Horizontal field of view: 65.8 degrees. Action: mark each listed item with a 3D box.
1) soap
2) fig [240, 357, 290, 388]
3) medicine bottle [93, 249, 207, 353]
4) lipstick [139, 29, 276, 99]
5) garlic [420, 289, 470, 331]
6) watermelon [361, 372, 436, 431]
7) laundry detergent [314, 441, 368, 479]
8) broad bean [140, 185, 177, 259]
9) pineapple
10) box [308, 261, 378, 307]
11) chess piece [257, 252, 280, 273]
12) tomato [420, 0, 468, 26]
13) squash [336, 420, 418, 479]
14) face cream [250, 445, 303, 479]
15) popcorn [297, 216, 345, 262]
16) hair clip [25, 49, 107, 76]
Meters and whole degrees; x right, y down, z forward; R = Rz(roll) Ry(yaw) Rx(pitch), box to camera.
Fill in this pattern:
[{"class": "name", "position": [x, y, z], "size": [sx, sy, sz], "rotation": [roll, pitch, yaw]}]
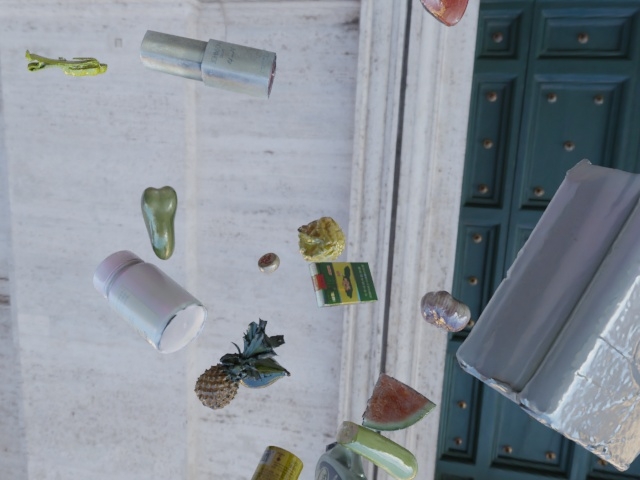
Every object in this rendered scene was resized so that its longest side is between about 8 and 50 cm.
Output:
[{"class": "soap", "position": [0.490, 0.128, 0.842], "size": [0.350, 0.435, 0.213], "rotation": [37, 176, -29]}, {"class": "fig", "position": [-0.162, 0.382, 1.463], "size": [0.177, 0.117, 0.117], "rotation": [-7, -173, 19]}, {"class": "medicine bottle", "position": [-0.595, 0.205, 1.712], "size": [0.379, 0.213, 0.213], "rotation": [34, -157, 23]}, {"class": "lipstick", "position": [-0.217, -0.347, 0.968], "size": [0.253, 0.079, 0.077], "rotation": [11, 160, -3]}, {"class": "garlic", "position": [0.361, 0.212, 1.441], "size": [0.147, 0.102, 0.159], "rotation": [10, 154, 44]}, {"class": "watermelon", "position": [0.329, 0.702, 2.119], "size": [0.193, 0.310, 0.231], "rotation": [36, -151, -37]}, {"class": "laundry detergent", "position": [0.059, 0.675, 1.426], "size": [0.105, 0.215, 0.280], "rotation": [23, -162, -11]}, {"class": "broad bean", "position": [-0.566, -0.061, 1.729], "size": [0.121, 0.263, 0.189], "rotation": [-1, -174, -29]}, {"class": "pineapple", "position": [-0.216, 0.321, 1.297], "size": [0.119, 0.277, 0.130], "rotation": [26, -154, -47]}, {"class": "box", "position": [0.072, 0.129, 1.485], "size": [0.235, 0.132, 0.034], "rotation": [2, 158, -44]}, {"class": "chess piece", "position": [-0.188, 0.082, 1.802], "size": [0.084, 0.038, 0.083], "rotation": [-20, -144, 15]}, {"class": "tomato", "position": [0.211, -0.480, 0.893], "size": [0.082, 0.166, 0.174], "rotation": [-30, 179, 37]}, {"class": "squash", "position": [0.155, 0.544, 1.271], "size": [0.250, 0.083, 0.083], "rotation": [36, 179, -19]}, {"class": "face cream", "position": [-0.154, 0.649, 1.109], "size": [0.105, 0.105, 0.348], "rotation": [7, -134, 25]}, {"class": "popcorn", "position": [0.000, 0.000, 1.768], "size": [0.170, 0.180, 0.180], "rotation": [41, 166, -34]}, {"class": "hair clip", "position": [-0.598, -0.415, 1.171], "size": [0.173, 0.046, 0.072], "rotation": [-4, -148, -26]}]
